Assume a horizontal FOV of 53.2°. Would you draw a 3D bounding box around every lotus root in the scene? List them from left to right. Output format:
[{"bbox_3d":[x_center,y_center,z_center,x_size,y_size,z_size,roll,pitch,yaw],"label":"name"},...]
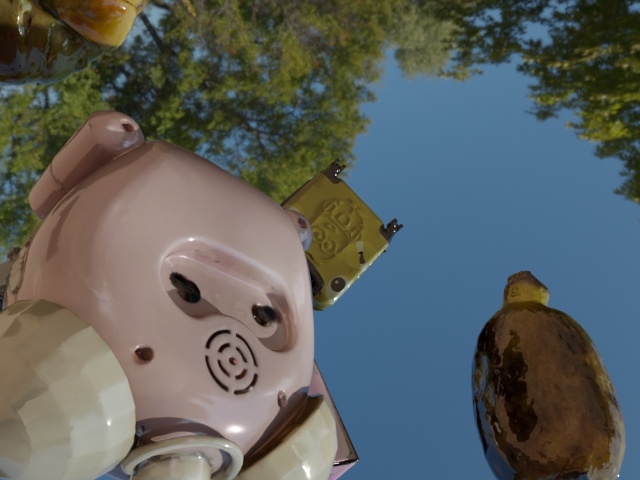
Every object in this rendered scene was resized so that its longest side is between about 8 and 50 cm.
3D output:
[{"bbox_3d":[0.250,0.181,0.735,0.141,0.169,0.314,3,-120,-18],"label":"lotus root"}]

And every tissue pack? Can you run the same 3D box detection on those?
[{"bbox_3d":[-0.038,0.393,1.352,0.148,0.092,0.246,-52,-130,31],"label":"tissue pack"}]

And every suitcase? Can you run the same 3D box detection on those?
[{"bbox_3d":[0.000,0.000,1.147,0.235,0.194,0.143,-45,-177,-20],"label":"suitcase"}]

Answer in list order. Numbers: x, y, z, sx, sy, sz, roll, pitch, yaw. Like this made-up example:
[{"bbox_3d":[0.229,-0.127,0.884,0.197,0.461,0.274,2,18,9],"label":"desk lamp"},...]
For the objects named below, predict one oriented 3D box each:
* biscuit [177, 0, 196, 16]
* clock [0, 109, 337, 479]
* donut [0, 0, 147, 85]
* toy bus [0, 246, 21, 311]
[{"bbox_3d":[-0.288,-0.501,1.304,0.018,0.083,0.081,-36,-137,-4],"label":"biscuit"},{"bbox_3d":[-0.134,0.081,0.601,0.184,0.342,0.325,-39,-139,37],"label":"clock"},{"bbox_3d":[-0.368,-0.363,0.751,0.360,0.360,0.170,-23,-154,10],"label":"donut"},{"bbox_3d":[-0.449,0.087,0.880,0.268,0.106,0.092,-15,-140,16],"label":"toy bus"}]
